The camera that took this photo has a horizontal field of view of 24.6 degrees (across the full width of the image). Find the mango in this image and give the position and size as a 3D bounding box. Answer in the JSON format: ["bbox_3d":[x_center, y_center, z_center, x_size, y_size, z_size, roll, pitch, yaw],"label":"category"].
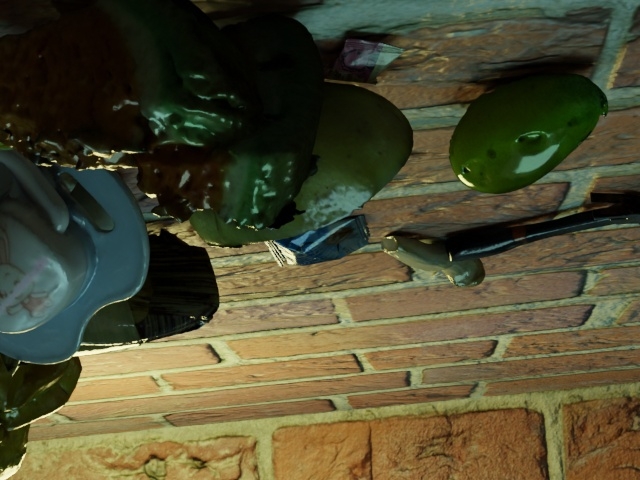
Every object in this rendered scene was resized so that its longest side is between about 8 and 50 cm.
[{"bbox_3d":[0.202,-0.111,1.451,0.178,0.100,0.119,-29,-168,42],"label":"mango"}]

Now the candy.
[{"bbox_3d":[0.000,0.000,1.927,0.136,0.038,0.088,-14,151,7],"label":"candy"}]

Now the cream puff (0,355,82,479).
[{"bbox_3d":[-0.476,0.204,2.097,0.274,0.270,0.323,-17,163,24],"label":"cream puff"}]

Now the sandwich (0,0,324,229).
[{"bbox_3d":[-0.144,-0.133,1.163,0.301,0.250,0.162,2,123,7],"label":"sandwich"}]

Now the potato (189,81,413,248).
[{"bbox_3d":[-0.045,-0.089,1.391,0.271,0.160,0.111,-7,131,43],"label":"potato"}]

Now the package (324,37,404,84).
[{"bbox_3d":[0.036,-0.160,1.335,0.059,0.029,0.083,6,160,-17],"label":"package"}]

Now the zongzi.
[{"bbox_3d":[-0.263,0.030,1.764,0.289,0.154,0.317,-10,158,-13],"label":"zongzi"}]

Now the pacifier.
[{"bbox_3d":[-0.287,-0.011,1.568,0.287,0.238,0.226,-46,176,30],"label":"pacifier"}]

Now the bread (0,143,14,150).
[{"bbox_3d":[-0.328,-0.117,1.311,0.156,0.064,0.117,0,169,-22],"label":"bread"}]

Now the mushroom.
[{"bbox_3d":[0.157,0.026,2.049,0.059,0.054,0.202,-15,158,38],"label":"mushroom"}]

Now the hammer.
[{"bbox_3d":[0.298,-0.015,1.957,0.289,0.037,0.137,-12,164,25],"label":"hammer"}]
